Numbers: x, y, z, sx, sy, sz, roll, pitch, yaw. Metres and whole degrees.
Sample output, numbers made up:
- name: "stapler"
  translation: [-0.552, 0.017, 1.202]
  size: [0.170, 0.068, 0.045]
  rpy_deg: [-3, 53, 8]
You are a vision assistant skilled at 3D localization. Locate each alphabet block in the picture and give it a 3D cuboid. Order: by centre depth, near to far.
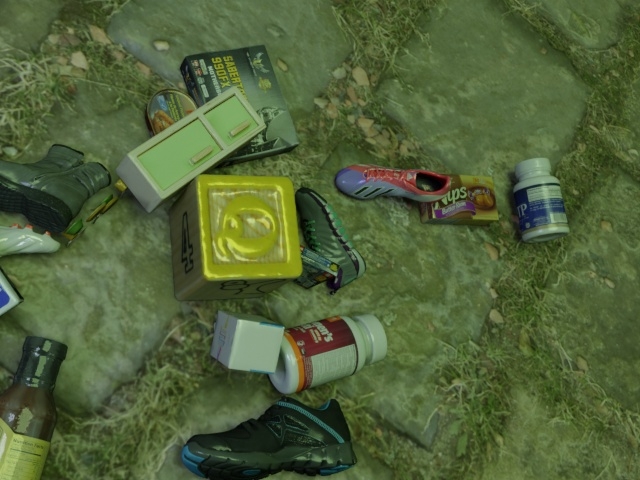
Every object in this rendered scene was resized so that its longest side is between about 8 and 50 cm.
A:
- name: "alphabet block"
  translation: [-0.163, -0.001, 1.437]
  size: [0.192, 0.197, 0.194]
  rpy_deg: [-2, 76, -27]

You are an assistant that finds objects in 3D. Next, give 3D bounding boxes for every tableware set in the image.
- name: "tableware set"
  translation: [-0.403, -0.055, 1.386]
  size: [0.024, 0.104, 0.154]
  rpy_deg: [45, 60, -7]

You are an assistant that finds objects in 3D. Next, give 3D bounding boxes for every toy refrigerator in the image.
- name: "toy refrigerator"
  translation: [-0.235, -0.174, 1.436]
  size: [0.269, 0.094, 0.102]
  rpy_deg: [-40, 96, -33]

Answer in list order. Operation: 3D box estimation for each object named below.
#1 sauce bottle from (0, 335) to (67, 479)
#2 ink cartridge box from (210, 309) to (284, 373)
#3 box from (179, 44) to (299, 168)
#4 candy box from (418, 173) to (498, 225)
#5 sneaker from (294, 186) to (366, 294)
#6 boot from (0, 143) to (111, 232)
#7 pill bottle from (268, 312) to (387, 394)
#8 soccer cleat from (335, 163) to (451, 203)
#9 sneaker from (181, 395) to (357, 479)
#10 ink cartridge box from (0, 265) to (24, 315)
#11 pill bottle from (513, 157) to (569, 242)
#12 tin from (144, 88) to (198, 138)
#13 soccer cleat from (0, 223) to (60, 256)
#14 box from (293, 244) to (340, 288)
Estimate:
- name: "sauce bottle"
  translation: [-0.488, 0.326, 1.235]
  size: [0.111, 0.111, 0.345]
  rpy_deg: [20, 66, -20]
- name: "ink cartridge box"
  translation: [-0.141, 0.185, 1.435]
  size: [0.092, 0.143, 0.090]
  rpy_deg: [12, 88, -23]
- name: "box"
  translation: [-0.165, -0.278, 1.595]
  size: [0.183, 0.056, 0.231]
  rpy_deg: [-16, 83, -28]
- name: "candy box"
  translation: [0.315, -0.094, 1.784]
  size: [0.186, 0.053, 0.109]
  rpy_deg: [2, 75, -27]
- name: "sneaker"
  translation: [0.000, 0.000, 1.586]
  size: [0.098, 0.083, 0.224]
  rpy_deg: [-37, 94, -25]
- name: "boot"
  translation: [-0.512, -0.120, 1.374]
  size: [0.246, 0.083, 0.161]
  rpy_deg: [27, 44, -1]
- name: "pill bottle"
  translation: [0.012, 0.214, 1.505]
  size: [0.221, 0.121, 0.121]
  rpy_deg: [-12, 81, -29]
- name: "soccer cleat"
  translation: [0.158, -0.129, 1.668]
  size: [0.247, 0.095, 0.083]
  rpy_deg: [8, 72, -7]
- name: "sneaker"
  translation: [-0.097, 0.364, 1.426]
  size: [0.340, 0.125, 0.140]
  rpy_deg: [8, 59, -32]
- name: "ink cartridge box"
  translation: [-0.688, 0.059, 1.220]
  size: [0.307, 0.072, 0.304]
  rpy_deg: [-34, 93, -11]
- name: "pill bottle"
  translation: [0.523, -0.096, 1.853]
  size: [0.111, 0.112, 0.187]
  rpy_deg: [-1, 76, -27]
- name: "tin"
  translation: [-0.280, -0.207, 1.531]
  size: [0.106, 0.040, 0.190]
  rpy_deg: [-16, 83, -25]
- name: "soccer cleat"
  translation: [-0.549, 0.005, 1.323]
  size: [0.196, 0.068, 0.076]
  rpy_deg: [13, 78, -17]
- name: "box"
  translation: [-0.033, 0.053, 1.520]
  size: [0.093, 0.137, 0.027]
  rpy_deg: [28, 66, -17]
